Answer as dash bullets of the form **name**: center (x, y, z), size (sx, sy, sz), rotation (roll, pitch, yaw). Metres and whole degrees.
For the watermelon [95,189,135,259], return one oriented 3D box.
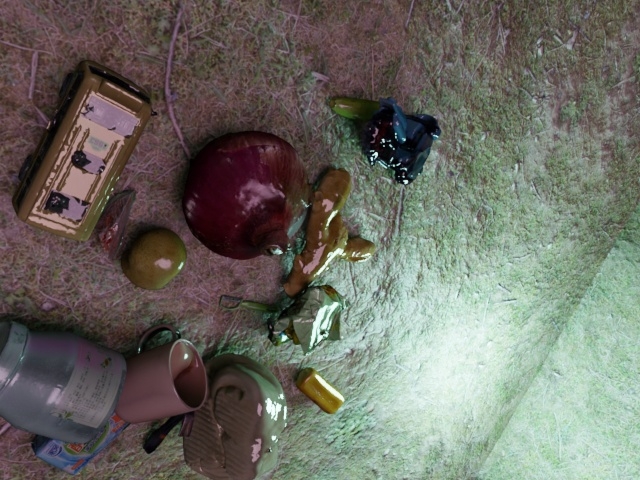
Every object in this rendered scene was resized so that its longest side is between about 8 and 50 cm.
- **watermelon**: center (-0.506, -0.043, 1.251), size (0.081, 0.094, 0.180), rotation (16, 86, -33)

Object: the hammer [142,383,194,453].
- **hammer**: center (-0.446, 0.551, 1.493), size (0.037, 0.137, 0.290), rotation (17, 127, -36)

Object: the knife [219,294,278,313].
- **knife**: center (-0.221, 0.210, 1.585), size (0.212, 0.015, 0.054), rotation (15, 102, -36)

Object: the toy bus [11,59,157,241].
- **toy bus**: center (-0.510, -0.193, 1.106), size (0.177, 0.202, 0.365), rotation (24, 96, -36)

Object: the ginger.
- **ginger**: center (0.007, -0.004, 1.572), size (0.348, 0.122, 0.363), rotation (-39, 136, -23)

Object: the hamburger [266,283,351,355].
- **hamburger**: center (-0.028, 0.266, 1.597), size (0.276, 0.150, 0.260), rotation (-42, 154, -2)

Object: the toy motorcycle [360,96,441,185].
- **toy motorcycle**: center (0.244, -0.315, 1.537), size (0.416, 0.172, 0.232), rotation (20, 97, -59)

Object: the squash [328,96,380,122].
- **squash**: center (0.114, -0.388, 1.503), size (0.201, 0.066, 0.066), rotation (3, 109, -32)

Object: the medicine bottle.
- **medicine bottle**: center (-0.660, 0.334, 1.216), size (0.290, 0.245, 0.245), rotation (36, 89, -38)

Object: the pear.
- **pear**: center (-0.419, 0.045, 1.293), size (0.136, 0.167, 0.167), rotation (42, 85, -11)

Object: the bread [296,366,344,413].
- **bread**: center (-0.005, 0.536, 1.830), size (0.092, 0.074, 0.239), rotation (-44, 126, -7)

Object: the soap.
- **soap**: center (-0.643, 0.515, 1.410), size (0.293, 0.077, 0.156), rotation (-43, 127, -10)

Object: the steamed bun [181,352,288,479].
- **steamed bun**: center (-0.239, 0.531, 1.533), size (0.255, 0.342, 0.368), rotation (0, 100, -56)

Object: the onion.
- **onion**: center (-0.166, -0.079, 1.266), size (0.348, 0.385, 0.348), rotation (-15, 132, -17)

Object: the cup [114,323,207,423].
- **cup**: center (-0.447, 0.357, 1.384), size (0.200, 0.253, 0.191), rotation (-18, 154, 10)
